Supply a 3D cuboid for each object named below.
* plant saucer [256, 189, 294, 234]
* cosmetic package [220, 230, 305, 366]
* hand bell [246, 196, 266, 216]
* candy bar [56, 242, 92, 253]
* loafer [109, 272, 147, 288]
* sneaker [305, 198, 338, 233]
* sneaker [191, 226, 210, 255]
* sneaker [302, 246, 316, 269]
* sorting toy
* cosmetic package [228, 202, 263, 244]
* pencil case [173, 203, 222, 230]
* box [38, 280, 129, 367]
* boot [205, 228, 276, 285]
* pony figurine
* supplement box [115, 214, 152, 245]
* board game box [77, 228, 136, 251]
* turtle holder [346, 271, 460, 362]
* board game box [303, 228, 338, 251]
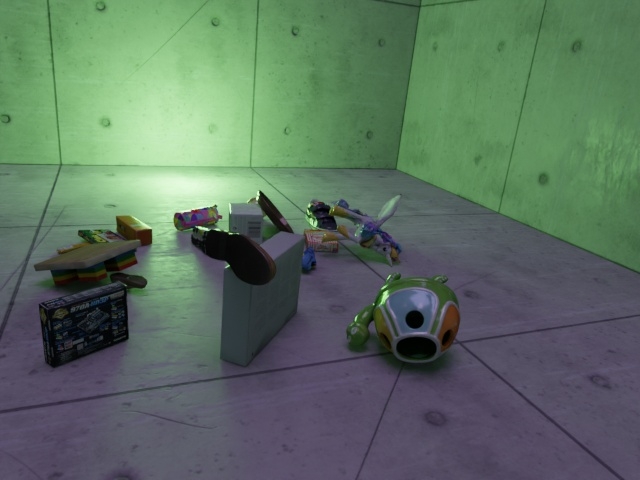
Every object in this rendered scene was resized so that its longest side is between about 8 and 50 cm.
[{"bbox_3d":[-0.228,-0.128,2.430,0.041,0.278,0.278,-38,24,3],"label":"plant saucer"},{"bbox_3d":[-0.168,0.160,1.503,0.098,0.284,0.377,11,20,17],"label":"cosmetic package"},{"bbox_3d":[-0.360,-0.116,2.541,0.126,0.126,0.242,9,31,8],"label":"hand bell"},{"bbox_3d":[-1.002,0.028,2.036,0.040,0.018,0.162,20,24,35],"label":"candy bar"},{"bbox_3d":[-0.673,0.148,1.741,0.148,0.050,0.056,11,22,20],"label":"loafer"},{"bbox_3d":[0.001,-0.130,2.615,0.126,0.127,0.321,-2,22,-24],"label":"sneaker"},{"bbox_3d":[-0.468,-0.003,2.165,0.110,0.106,0.275,3,17,-38],"label":"sneaker"},{"bbox_3d":[-0.052,0.084,2.106,0.082,0.069,0.209,41,14,1],"label":"sneaker"},{"bbox_3d":[-0.816,0.082,1.763,0.256,0.089,0.257,-4,15,25],"label":"sorting toy"},{"bbox_3d":[-0.354,-0.081,2.332,0.152,0.151,0.183,1,19,-13],"label":"cosmetic package"},{"bbox_3d":[-0.605,-0.112,2.433,0.104,0.104,0.236,20,25,35],"label":"pencil case"},{"bbox_3d":[-0.638,0.224,1.351,0.051,0.175,0.220,19,24,35],"label":"box"},{"bbox_3d":[-0.184,0.033,1.290,0.115,0.112,0.305,3,14,-38],"label":"boot"},{"bbox_3d":[0.215,-0.061,2.288,0.364,0.302,0.350,21,46,-6],"label":"pony figurine"},{"bbox_3d":[-0.837,-0.048,2.212,0.080,0.078,0.233,-13,27,-43],"label":"supplement box"},{"bbox_3d":[-0.908,0.000,2.103,0.260,0.030,0.136,21,18,37],"label":"board game box"},{"bbox_3d":[0.256,0.236,1.484,0.321,0.243,0.227,15,37,0],"label":"turtle holder"},{"bbox_3d":[0.000,0.000,2.361,0.147,0.045,0.193,2,20,-9],"label":"board game box"}]
